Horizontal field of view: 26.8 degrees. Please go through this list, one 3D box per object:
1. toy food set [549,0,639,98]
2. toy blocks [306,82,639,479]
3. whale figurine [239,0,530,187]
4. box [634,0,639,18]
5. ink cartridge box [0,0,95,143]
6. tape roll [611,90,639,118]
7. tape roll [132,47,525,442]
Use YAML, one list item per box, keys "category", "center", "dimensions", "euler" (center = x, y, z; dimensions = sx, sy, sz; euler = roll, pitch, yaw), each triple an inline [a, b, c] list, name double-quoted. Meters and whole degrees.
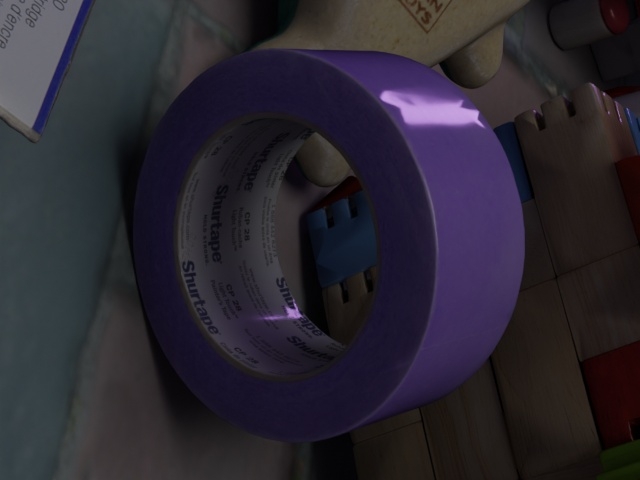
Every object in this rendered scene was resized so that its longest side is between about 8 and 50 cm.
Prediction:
- category: "toy food set"
  center: [0.277, -0.137, 1.117]
  dimensions: [0.111, 0.104, 0.232]
  euler: [-34, 106, -50]
- category: "toy blocks"
  center: [0.152, 0.041, 0.732]
  dimensions: [0.190, 0.381, 0.261]
  euler: [21, 52, -53]
- category: "whale figurine"
  center: [0.029, -0.168, 0.827]
  dimensions: [0.216, 0.141, 0.272]
  euler: [41, 74, -36]
- category: "box"
  center: [0.356, -0.305, 1.252]
  dimensions: [0.128, 0.122, 0.257]
  euler: [-10, 87, -51]
- category: "ink cartridge box"
  center: [-0.207, -0.239, 0.583]
  dimensions: [0.307, 0.072, 0.304]
  euler: [43, 48, -38]
- category: "tape roll"
  center: [0.210, 0.024, 0.936]
  dimensions: [0.246, 0.169, 0.246]
  euler: [19, 66, -48]
- category: "tape roll"
  center: [0.000, 0.000, 0.667]
  dimensions: [0.080, 0.189, 0.189]
  euler: [-8, 85, -52]
